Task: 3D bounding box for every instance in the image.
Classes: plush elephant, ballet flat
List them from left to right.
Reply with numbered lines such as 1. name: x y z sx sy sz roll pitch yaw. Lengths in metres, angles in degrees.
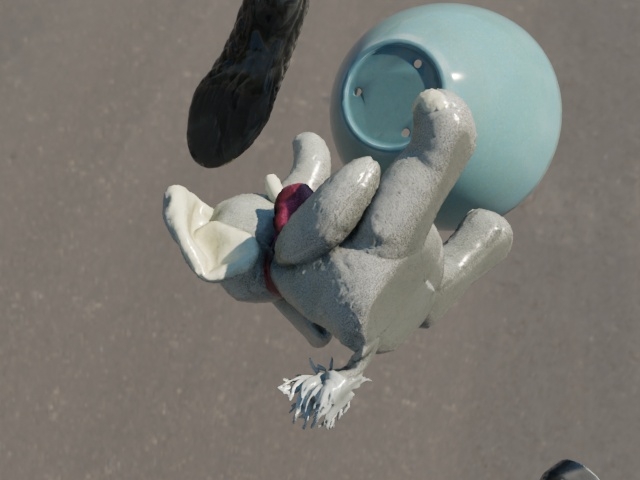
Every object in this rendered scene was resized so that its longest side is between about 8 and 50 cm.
1. ballet flat: -0.046 -0.123 0.832 0.057 0.173 0.049 32 27 4
2. plush elephant: 0.000 0.000 1.191 0.255 0.272 0.330 31 81 32

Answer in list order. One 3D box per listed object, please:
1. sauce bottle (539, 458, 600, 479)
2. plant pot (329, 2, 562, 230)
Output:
1. sauce bottle: 0.091 0.297 0.916 0.344 0.111 0.111 -36 59 -21
2. plant pot: 0.125 -0.161 1.425 0.290 0.290 0.195 36 14 24
